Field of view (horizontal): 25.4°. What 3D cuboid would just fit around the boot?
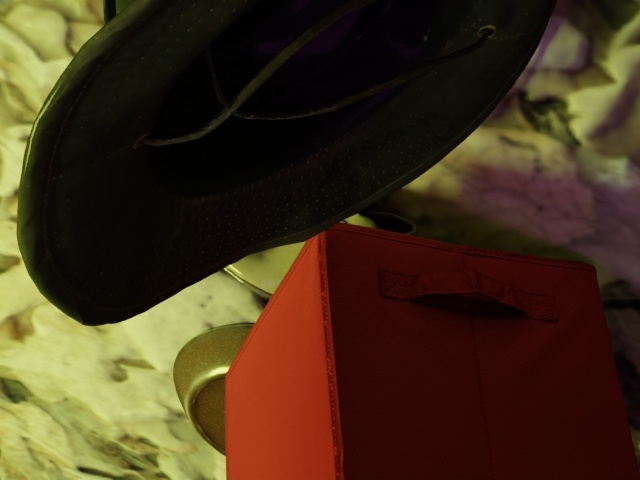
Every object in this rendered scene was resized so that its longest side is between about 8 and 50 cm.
[{"bbox_3d":[0.000,0.000,0.863,0.118,0.042,0.087,19,133,-3],"label":"boot"}]

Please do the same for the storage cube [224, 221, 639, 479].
[{"bbox_3d":[0.057,0.131,0.832,0.184,0.193,0.215,9,142,-18],"label":"storage cube"}]

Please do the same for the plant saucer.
[{"bbox_3d":[-0.029,0.123,1.017,0.168,0.029,0.168,10,138,9],"label":"plant saucer"}]

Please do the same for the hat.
[{"bbox_3d":[-0.029,-0.110,0.644,0.134,0.331,0.331,53,142,17],"label":"hat"}]
